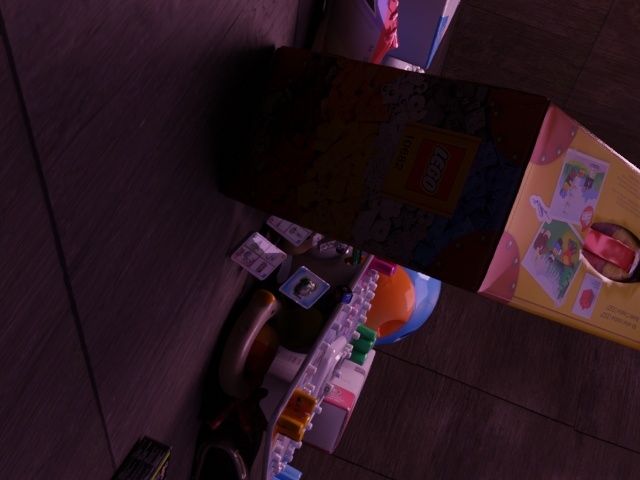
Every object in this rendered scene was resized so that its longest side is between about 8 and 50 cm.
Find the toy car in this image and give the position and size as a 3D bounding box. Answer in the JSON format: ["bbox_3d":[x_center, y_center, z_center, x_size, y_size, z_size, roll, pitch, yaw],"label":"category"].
[{"bbox_3d":[-0.017,-0.020,1.344,0.188,0.149,0.155,-56,160,-8],"label":"toy car"}]

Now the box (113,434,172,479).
[{"bbox_3d":[-0.245,0.359,1.052,0.191,0.045,0.184,-58,164,-53],"label":"box"}]

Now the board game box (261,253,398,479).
[{"bbox_3d":[0.019,0.229,1.514,0.390,0.050,0.390,-57,167,-30],"label":"board game box"}]

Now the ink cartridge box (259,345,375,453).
[{"bbox_3d":[-0.018,0.293,1.857,0.283,0.207,0.117,-50,160,-68],"label":"ink cartridge box"}]

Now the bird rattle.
[{"bbox_3d":[-0.111,0.178,1.398,0.253,0.143,0.207,-53,156,-17],"label":"bird rattle"}]

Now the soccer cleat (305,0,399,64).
[{"bbox_3d":[0.060,-0.307,1.137,0.109,0.116,0.318,-59,168,-53],"label":"soccer cleat"}]

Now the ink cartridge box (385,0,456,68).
[{"bbox_3d":[0.199,-0.494,1.578,0.223,0.129,0.307,101,12,-51],"label":"ink cartridge box"}]

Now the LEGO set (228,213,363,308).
[{"bbox_3d":[0.000,0.000,1.253,0.182,0.060,0.244,-45,137,6],"label":"LEGO set"}]

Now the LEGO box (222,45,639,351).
[{"bbox_3d":[0.198,-0.036,1.087,0.500,0.372,0.193,19,92,-48],"label":"LEGO box"}]

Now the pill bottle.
[{"bbox_3d":[-0.012,0.067,1.533,0.264,0.146,0.146,102,12,-47],"label":"pill bottle"}]

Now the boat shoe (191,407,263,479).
[{"bbox_3d":[-0.170,0.433,1.534,0.097,0.116,0.324,-50,156,-55],"label":"boat shoe"}]

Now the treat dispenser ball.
[{"bbox_3d":[0.110,0.076,1.876,0.288,0.288,0.288,21,90,-83],"label":"treat dispenser ball"}]

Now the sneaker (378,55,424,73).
[{"bbox_3d":[0.159,-0.327,1.759,0.297,0.129,0.111,78,35,-74],"label":"sneaker"}]
